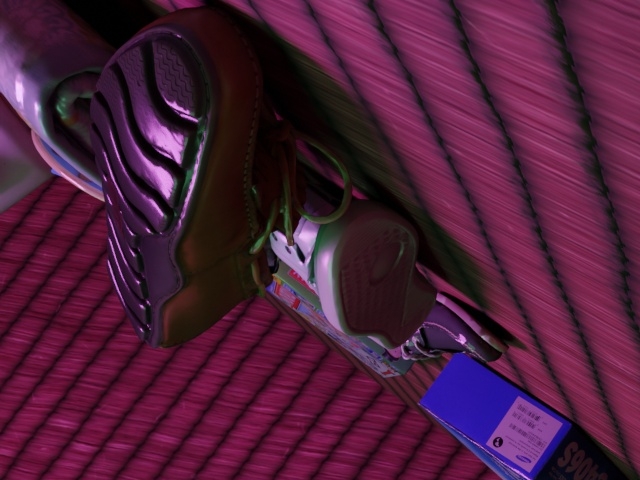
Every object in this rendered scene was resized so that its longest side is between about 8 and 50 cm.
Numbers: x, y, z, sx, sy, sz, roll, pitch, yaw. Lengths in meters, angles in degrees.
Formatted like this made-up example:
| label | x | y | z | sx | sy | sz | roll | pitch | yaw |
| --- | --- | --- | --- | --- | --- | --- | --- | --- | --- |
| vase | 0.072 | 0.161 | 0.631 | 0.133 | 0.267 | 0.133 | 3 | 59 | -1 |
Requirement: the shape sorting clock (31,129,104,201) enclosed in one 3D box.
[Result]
| label | x | y | z | sx | sy | sz | roll | pitch | yaw |
| --- | --- | --- | --- | --- | --- | --- | --- | --- | --- |
| shape sorting clock | -0.175 | -0.078 | 1.748 | 0.206 | 0.040 | 0.206 | 21 | -160 | -8 |

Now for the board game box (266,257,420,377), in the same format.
| label | x | y | z | sx | sy | sz | roll | pitch | yaw |
| --- | --- | --- | --- | --- | --- | --- | --- | --- | --- |
| board game box | 0.019 | 0.086 | 2.255 | 0.213 | 0.046 | 0.317 | 36 | 175 | 1 |

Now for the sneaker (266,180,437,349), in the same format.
| label | x | y | z | sx | sy | sz | roll | pitch | yaw |
| --- | --- | --- | --- | --- | --- | --- | --- | --- | --- |
| sneaker | 0.000 | 0.000 | 1.421 | 0.151 | 0.094 | 0.256 | 39 | 174 | 18 |

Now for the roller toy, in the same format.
| label | x | y | z | sx | sy | sz | roll | pitch | yaw |
| --- | --- | --- | --- | --- | --- | --- | --- | --- | --- |
| roller toy | -0.381 | -0.112 | 1.949 | 0.209 | 0.146 | 0.191 | 56 | -173 | 14 |

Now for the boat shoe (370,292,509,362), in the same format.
| label | x | y | z | sx | sy | sz | roll | pitch | yaw |
| --- | --- | --- | --- | --- | --- | --- | --- | --- | --- |
| boat shoe | 0.100 | 0.085 | 1.628 | 0.075 | 0.065 | 0.206 | 40 | 174 | -23 |

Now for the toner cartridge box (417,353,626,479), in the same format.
| label | x | y | z | sx | sy | sz | roll | pitch | yaw |
| --- | --- | --- | --- | --- | --- | --- | --- | --- | --- |
| toner cartridge box | 0.249 | 0.247 | 1.979 | 0.165 | 0.075 | 0.348 | 34 | 174 | 38 |

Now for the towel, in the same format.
| label | x | y | z | sx | sy | sz | roll | pitch | yaw |
| --- | --- | --- | --- | --- | --- | --- | --- | --- | --- |
| towel | -0.202 | -0.126 | 1.498 | 0.320 | 0.090 | 0.374 | 41 | 177 | 34 |

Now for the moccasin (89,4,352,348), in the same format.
| label | x | y | z | sx | sy | sz | roll | pitch | yaw |
| --- | --- | --- | --- | --- | --- | --- | --- | --- | --- |
| moccasin | -0.069 | -0.040 | 1.257 | 0.139 | 0.147 | 0.380 | 59 | 163 | 26 |
